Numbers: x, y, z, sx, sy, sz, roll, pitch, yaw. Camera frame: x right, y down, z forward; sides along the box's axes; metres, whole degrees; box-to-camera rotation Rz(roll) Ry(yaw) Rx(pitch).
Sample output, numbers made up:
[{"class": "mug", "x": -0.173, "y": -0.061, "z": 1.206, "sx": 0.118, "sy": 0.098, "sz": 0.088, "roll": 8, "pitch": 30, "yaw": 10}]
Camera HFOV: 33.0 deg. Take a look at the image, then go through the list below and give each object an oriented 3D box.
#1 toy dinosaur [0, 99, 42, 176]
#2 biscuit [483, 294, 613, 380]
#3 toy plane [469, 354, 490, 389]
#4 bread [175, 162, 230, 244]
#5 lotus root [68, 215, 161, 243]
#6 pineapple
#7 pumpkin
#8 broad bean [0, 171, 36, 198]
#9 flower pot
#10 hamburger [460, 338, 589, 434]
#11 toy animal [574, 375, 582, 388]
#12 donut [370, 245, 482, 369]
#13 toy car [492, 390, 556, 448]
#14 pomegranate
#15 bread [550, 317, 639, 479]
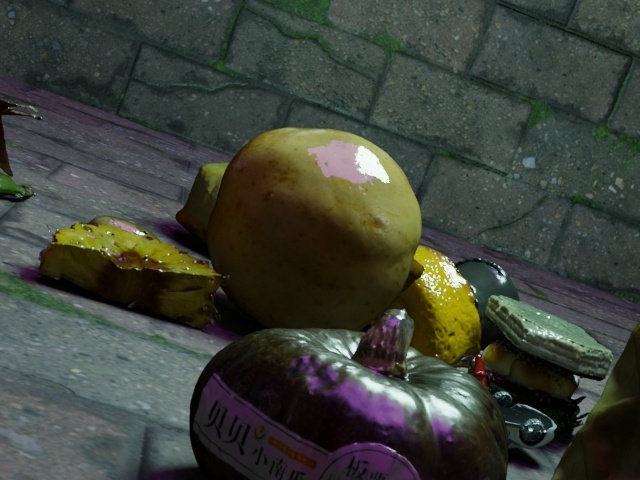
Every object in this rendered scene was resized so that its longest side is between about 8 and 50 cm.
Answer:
[{"class": "toy dinosaur", "x": -0.523, "y": -0.165, "z": 1.628, "sx": 0.206, "sy": 0.113, "sz": 0.327, "roll": -2, "pitch": -1, "yaw": -31}, {"class": "biscuit", "x": 0.315, "y": 0.132, "z": 1.481, "sx": 0.150, "sy": 0.052, "sz": 0.252, "roll": 23, "pitch": 6, "yaw": -3}, {"class": "toy plane", "x": 0.087, "y": 0.154, "z": 1.191, "sx": 0.194, "sy": 0.126, "sz": 0.077, "roll": -28, "pitch": -1, "yaw": -29}, {"class": "bread", "x": -0.109, "y": -0.035, "z": 1.855, "sx": 0.269, "sy": 0.148, "sz": 0.270, "roll": 19, "pitch": 12, "yaw": -4}, {"class": "lotus root", "x": -0.276, "y": 0.004, "z": 1.473, "sx": 0.151, "sy": 0.063, "sz": 0.072, "roll": 16, "pitch": -29, "yaw": -11}, {"class": "pineapple", "x": -0.233, "y": 0.032, "z": 1.345, "sx": 0.233, "sy": 0.080, "sz": 0.135, "roll": 19, "pitch": 6, "yaw": -14}, {"class": "pumpkin", "x": 0.033, "y": 0.146, "z": 0.874, "sx": 0.260, "sy": 0.189, "sz": 0.260, "roll": 21, "pitch": 7, "yaw": -3}, {"class": "broad bean", "x": -0.579, "y": -0.122, "z": 1.627, "sx": 0.291, "sy": 0.049, "sz": 0.144, "roll": 24, "pitch": 2, "yaw": 4}, {"class": "flower pot", "x": 0.234, "y": 0.114, "z": 1.772, "sx": 0.157, "sy": 0.158, "sz": 0.106, "roll": 26, "pitch": 24, "yaw": 33}, {"class": "hamburger", "x": 0.289, "y": 0.198, "z": 1.496, "sx": 0.189, "sy": 0.093, "sz": 0.164, "roll": 28, "pitch": 10, "yaw": 33}, {"class": "toy animal", "x": 0.389, "y": 0.197, "z": 1.824, "sx": 0.124, "sy": 0.071, "sz": 0.085, "roll": 23, "pitch": 9, "yaw": 15}, {"class": "donut", "x": 0.132, "y": 0.083, "z": 1.654, "sx": 0.259, "sy": 0.152, "sz": 0.101, "roll": 25, "pitch": 16, "yaw": 40}, {"class": "toy car", "x": 0.185, "y": 0.211, "z": 1.282, "sx": 0.204, "sy": 0.056, "sz": 0.095, "roll": 14, "pitch": 10, "yaw": -22}, {"class": "pomegranate", "x": -0.013, "y": -0.013, "z": 1.444, "sx": 0.307, "sy": 0.307, "sz": 0.307, "roll": 20, "pitch": 8, "yaw": -3}, {"class": "bread", "x": 0.370, "y": 0.211, "z": 1.069, "sx": 0.238, "sy": 0.252, "sz": 0.196, "roll": 21, "pitch": 6, "yaw": 24}]
